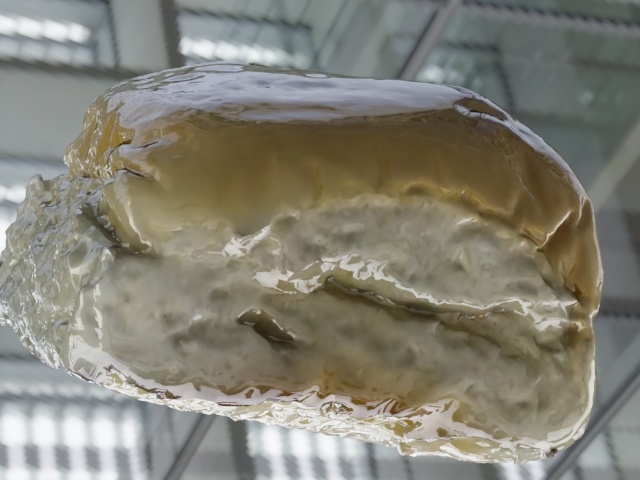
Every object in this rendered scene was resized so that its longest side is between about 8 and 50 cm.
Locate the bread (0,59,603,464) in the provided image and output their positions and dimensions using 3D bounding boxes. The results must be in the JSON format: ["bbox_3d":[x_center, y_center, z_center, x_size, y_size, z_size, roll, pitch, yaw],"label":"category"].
[{"bbox_3d":[-0.001,0.001,0.431,0.125,0.106,0.082,10,-92,-18],"label":"bread"}]
